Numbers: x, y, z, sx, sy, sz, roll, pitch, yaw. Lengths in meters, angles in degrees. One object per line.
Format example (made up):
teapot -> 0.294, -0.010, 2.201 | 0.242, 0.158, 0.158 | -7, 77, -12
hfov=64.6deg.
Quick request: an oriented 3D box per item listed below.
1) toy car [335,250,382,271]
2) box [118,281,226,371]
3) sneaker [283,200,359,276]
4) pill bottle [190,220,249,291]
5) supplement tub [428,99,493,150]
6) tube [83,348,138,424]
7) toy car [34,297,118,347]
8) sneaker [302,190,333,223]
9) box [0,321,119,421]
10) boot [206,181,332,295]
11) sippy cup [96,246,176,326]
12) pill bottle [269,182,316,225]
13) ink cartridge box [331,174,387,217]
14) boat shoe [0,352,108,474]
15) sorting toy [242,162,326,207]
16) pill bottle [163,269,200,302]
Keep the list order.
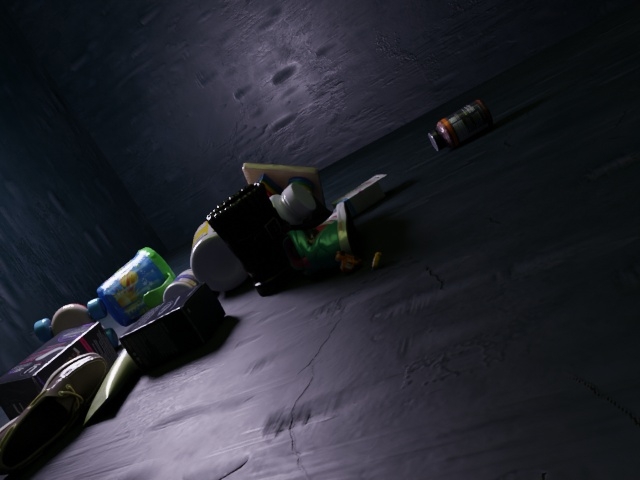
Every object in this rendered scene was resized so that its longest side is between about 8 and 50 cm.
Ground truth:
toy car -> 0.072, 0.043, 1.054 | 0.122, 0.060, 0.041 | -21, 46, 64
box -> -0.368, 0.215, 1.276 | 0.207, 0.108, 0.153 | -26, 13, 19
sneaker -> 0.000, 0.000, 1.257 | 0.178, 0.124, 0.295 | -19, 15, 9
pill bottle -> -0.327, 0.029, 1.670 | 0.187, 0.188, 0.334 | -31, 18, -2
supplement tub -> 0.462, -0.376, 1.683 | 0.197, 0.106, 0.106 | -29, 12, 8
tube -> -0.489, 0.337, 1.211 | 0.062, 0.070, 0.240 | 0, 17, 1
toy car -> -0.825, 0.322, 1.775 | 0.219, 0.210, 0.238 | -22, -2, -9
sneaker -> -0.015, -0.047, 1.587 | 0.083, 0.118, 0.222 | -32, 38, 38
box -> -0.711, 0.361, 1.382 | 0.165, 0.143, 0.270 | -16, 16, 20
boot -> -0.106, -0.048, 1.344 | 0.131, 0.260, 0.348 | -16, 19, 49
sippy cup -> -0.650, 0.179, 1.797 | 0.224, 0.240, 0.305 | -38, -9, -32
pill bottle -> -0.127, -0.061, 1.510 | 0.229, 0.131, 0.131 | -40, 8, 23
ink cartridge box -> 0.135, -0.138, 1.608 | 0.181, 0.062, 0.104 | -33, 13, -7
boat shoe -> -0.605, 0.386, 1.157 | 0.096, 0.117, 0.324 | -14, 24, 40
sorting toy -> -0.125, -0.148, 1.757 | 0.257, 0.255, 0.089 | 6, 61, 12
pill bottle -> -0.421, 0.157, 1.632 | 0.112, 0.112, 0.187 | -28, 12, 12
